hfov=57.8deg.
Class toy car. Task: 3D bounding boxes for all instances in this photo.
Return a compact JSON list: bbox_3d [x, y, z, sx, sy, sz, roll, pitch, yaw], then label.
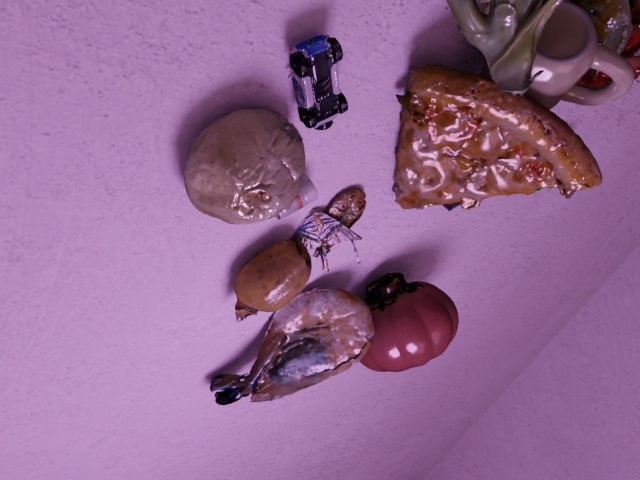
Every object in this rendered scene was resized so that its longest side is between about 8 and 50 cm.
[{"bbox_3d":[-0.007,-0.258,0.965,0.080,0.070,0.171,-29,143,-15],"label":"toy car"}]

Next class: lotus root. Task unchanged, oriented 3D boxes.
[{"bbox_3d":[-0.110,0.090,1.221,0.221,0.125,0.118,-43,-174,2],"label":"lotus root"}]

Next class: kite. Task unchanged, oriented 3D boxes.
[{"bbox_3d":[0.000,0.000,1.269,0.182,0.010,0.160,-11,117,1],"label":"kite"}]

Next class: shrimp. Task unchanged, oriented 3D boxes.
[{"bbox_3d":[0.036,-0.039,1.286,0.091,0.043,0.184,16,112,-42],"label":"shrimp"},{"bbox_3d":[-0.076,0.272,1.424,0.445,0.221,0.110,-31,-175,2],"label":"shrimp"}]

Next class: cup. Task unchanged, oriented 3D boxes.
[{"bbox_3d":[0.446,-0.320,1.111,0.173,0.255,0.202,-47,172,-10],"label":"cup"}]

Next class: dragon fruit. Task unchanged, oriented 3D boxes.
[{"bbox_3d":[0.631,-0.425,1.235,0.193,0.192,0.274,11,164,-43],"label":"dragon fruit"}]

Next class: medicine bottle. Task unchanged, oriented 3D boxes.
[{"bbox_3d":[-0.055,-0.084,1.129,0.089,0.057,0.057,-30,145,-14],"label":"medicine bottle"}]

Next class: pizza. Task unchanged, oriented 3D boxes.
[{"bbox_3d":[0.301,-0.198,1.156,0.434,0.080,0.392,-10,137,27],"label":"pizza"}]

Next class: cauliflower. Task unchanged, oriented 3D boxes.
[{"bbox_3d":[0.294,-0.419,0.930,0.326,0.260,0.281,6,131,-3],"label":"cauliflower"}]

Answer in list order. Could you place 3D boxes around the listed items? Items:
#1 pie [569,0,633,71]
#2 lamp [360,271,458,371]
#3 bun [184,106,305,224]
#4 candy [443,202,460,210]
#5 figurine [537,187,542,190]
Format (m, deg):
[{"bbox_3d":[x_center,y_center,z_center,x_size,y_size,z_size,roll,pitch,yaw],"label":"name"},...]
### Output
[{"bbox_3d":[0.529,-0.429,1.170,0.041,0.186,0.187,-38,154,-47],"label":"pie"},{"bbox_3d":[0.210,0.211,1.551,0.305,0.240,0.305,-24,-175,2],"label":"lamp"},{"bbox_3d":[-0.119,-0.112,0.971,0.220,0.134,0.220,-22,143,-17],"label":"bun"},{"bbox_3d":[0.387,-0.172,1.304,0.061,0.088,0.312,34,139,-18],"label":"candy"},{"bbox_3d":[0.631,-0.201,1.611,0.156,0.094,0.115,-61,165,1],"label":"figurine"}]
